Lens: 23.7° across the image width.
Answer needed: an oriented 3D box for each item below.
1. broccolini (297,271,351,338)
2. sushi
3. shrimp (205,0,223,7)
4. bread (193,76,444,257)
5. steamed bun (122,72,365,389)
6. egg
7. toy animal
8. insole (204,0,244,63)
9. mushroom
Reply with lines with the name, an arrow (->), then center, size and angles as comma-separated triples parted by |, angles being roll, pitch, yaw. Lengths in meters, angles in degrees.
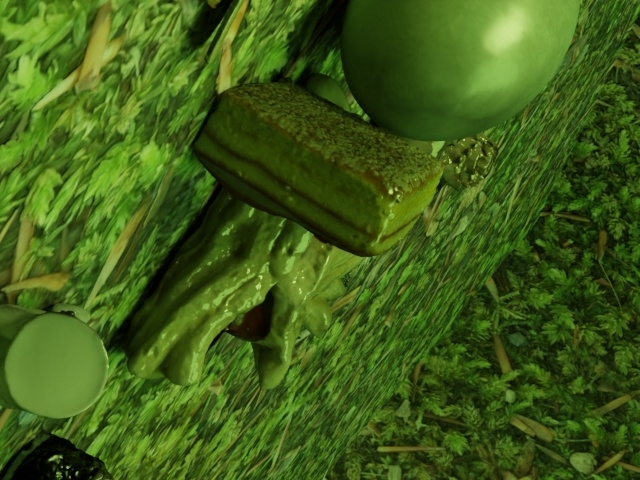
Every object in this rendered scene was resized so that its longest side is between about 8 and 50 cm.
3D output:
broccolini -> -0.020, 0.127, 2.503 | 0.216, 0.058, 0.067 | -58, 170, 12
sushi -> -0.328, 0.335, 1.777 | 0.212, 0.115, 0.147 | -62, 166, 26
shrimp -> -0.077, -0.267, 1.443 | 0.114, 0.023, 0.083 | -55, 172, -16
bread -> 0.000, -0.082, 1.698 | 0.110, 0.234, 0.184 | -65, 166, 21
steamed bun -> -0.056, 0.031, 1.898 | 0.428, 0.189, 0.247 | -55, 174, -10
egg -> 0.167, -0.264, 1.802 | 0.352, 0.258, 0.258 | -46, 164, -32
toy animal -> -0.285, 0.114, 1.509 | 0.221, 0.130, 0.104 | 176, -84, -75
insole -> -0.051, -0.280, 1.473 | 0.248, 0.011, 0.081 | -61, -176, 14
mushroom -> 0.180, -0.158, 2.279 | 0.226, 0.178, 0.226 | -54, 160, -31
